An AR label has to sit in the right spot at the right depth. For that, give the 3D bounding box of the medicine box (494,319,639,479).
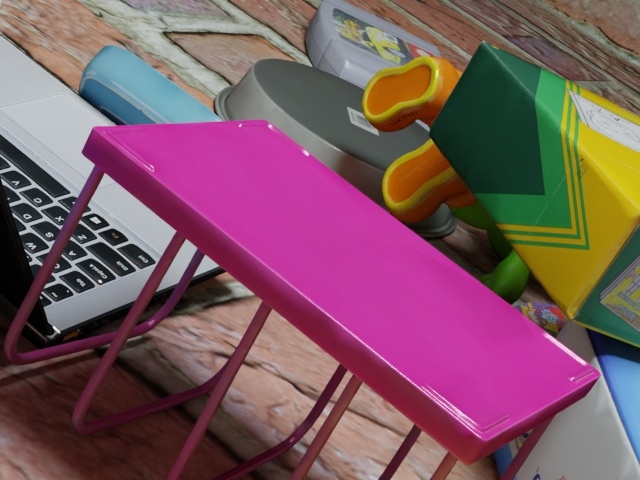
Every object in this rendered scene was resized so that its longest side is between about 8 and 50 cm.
[{"bbox_3d":[0.291,0.214,1.073,0.289,0.149,0.263,25,21,-12],"label":"medicine box"}]

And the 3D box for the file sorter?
[{"bbox_3d":[-0.019,0.081,0.933,0.290,0.182,0.202,38,21,19],"label":"file sorter"}]

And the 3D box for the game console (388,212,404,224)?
[{"bbox_3d":[0.000,0.000,1.382,0.144,0.085,0.124,14,56,-33],"label":"game console"}]

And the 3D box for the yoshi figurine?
[{"bbox_3d":[0.182,-0.044,1.502,0.362,0.204,0.203,19,7,-42],"label":"yoshi figurine"}]

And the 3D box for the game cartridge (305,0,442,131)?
[{"bbox_3d":[0.076,-0.234,1.968,0.196,0.060,0.294,20,22,-13],"label":"game cartridge"}]

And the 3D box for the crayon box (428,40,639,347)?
[{"bbox_3d":[0.303,0.001,1.228,0.362,0.106,0.313,21,20,-26],"label":"crayon box"}]

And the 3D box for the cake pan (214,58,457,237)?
[{"bbox_3d":[0.029,-0.107,1.608,0.293,0.054,0.293,26,21,-10],"label":"cake pan"}]

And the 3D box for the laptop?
[{"bbox_3d":[-0.250,-0.135,1.045,0.382,0.236,0.408,38,31,20],"label":"laptop"}]

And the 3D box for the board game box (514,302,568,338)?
[{"bbox_3d":[0.255,0.100,1.424,0.133,0.033,0.169,21,28,-12],"label":"board game box"}]

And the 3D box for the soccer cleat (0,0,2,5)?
[{"bbox_3d":[-0.261,-0.193,1.040,0.196,0.068,0.076,39,-7,40],"label":"soccer cleat"}]

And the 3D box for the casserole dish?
[{"bbox_3d":[-0.144,-0.084,1.267,0.188,0.114,0.037,37,46,20],"label":"casserole dish"}]
